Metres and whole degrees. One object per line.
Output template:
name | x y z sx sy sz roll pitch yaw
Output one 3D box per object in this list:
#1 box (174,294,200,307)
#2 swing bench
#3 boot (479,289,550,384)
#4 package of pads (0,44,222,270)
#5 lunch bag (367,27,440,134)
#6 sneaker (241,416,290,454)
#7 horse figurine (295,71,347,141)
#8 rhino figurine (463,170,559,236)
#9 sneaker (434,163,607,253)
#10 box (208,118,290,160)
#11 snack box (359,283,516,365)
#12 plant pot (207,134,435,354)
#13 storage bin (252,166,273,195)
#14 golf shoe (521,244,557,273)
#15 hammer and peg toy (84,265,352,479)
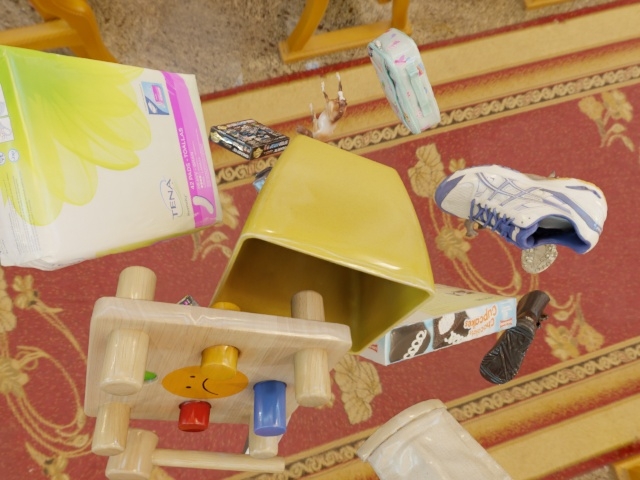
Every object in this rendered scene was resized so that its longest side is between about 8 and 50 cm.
box | -0.283 0.155 1.021 0.083 0.062 0.052 -42 100 -25
swing bench | 0.220 0.391 0.756 0.165 0.255 0.253 -39 48 -8
boot | 0.561 0.274 1.452 0.094 0.246 0.207 32 37 22
package of pads | -0.260 -0.098 0.637 0.101 0.296 0.229 -6 97 30
lunch bag | 0.237 -0.452 1.452 0.108 0.224 0.279 -28 127 8
sneaker | -0.135 0.337 1.105 0.147 0.104 0.296 15 54 17
horse figurine | 0.013 -0.379 1.542 0.066 0.263 0.174 5 56 -29
rhino figurine | 0.421 -0.087 1.085 0.243 0.073 0.106 -13 102 20
sneaker | 0.343 -0.053 0.910 0.296 0.112 0.131 7 49 27
box | -0.234 -0.340 1.701 0.175 0.220 0.051 29 121 19
snack box | 0.168 0.134 0.894 0.322 0.187 0.060 -6 98 -35
plant pot | 0.000 0.000 0.637 0.212 0.212 0.187 18 54 -13
storage bin | -0.185 -0.177 1.785 0.098 0.091 0.135 -25 103 19
golf shoe | 0.489 0.032 1.142 0.069 0.086 0.176 25 46 22
hammer and peg toy | -0.139 0.182 0.615 0.266 0.361 0.127 9 49 -19
